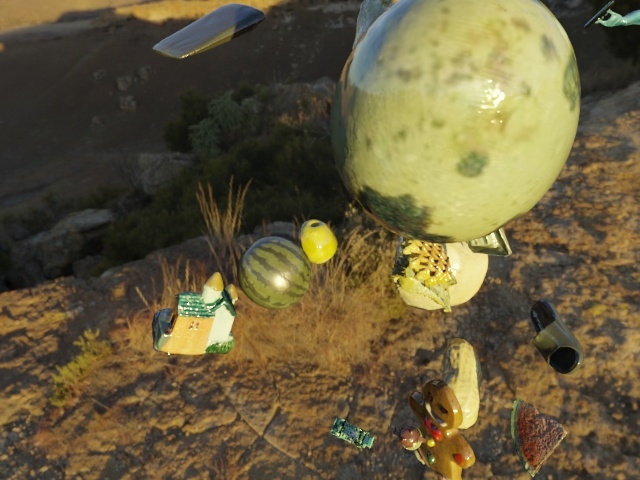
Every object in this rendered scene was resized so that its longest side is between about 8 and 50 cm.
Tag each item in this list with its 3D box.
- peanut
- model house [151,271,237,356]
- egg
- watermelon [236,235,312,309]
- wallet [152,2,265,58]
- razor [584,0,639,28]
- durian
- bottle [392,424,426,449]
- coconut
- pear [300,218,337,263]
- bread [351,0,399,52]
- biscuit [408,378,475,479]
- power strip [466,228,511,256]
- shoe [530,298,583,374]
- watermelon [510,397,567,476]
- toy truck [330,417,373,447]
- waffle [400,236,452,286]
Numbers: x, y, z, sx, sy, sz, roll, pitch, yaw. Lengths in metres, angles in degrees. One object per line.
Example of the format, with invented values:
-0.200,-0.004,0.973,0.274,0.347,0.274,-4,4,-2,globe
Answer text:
0.494,0.500,1.745,0.152,0.152,0.313,6,64,17,peanut
-0.359,0.202,1.517,0.253,0.291,0.184,12,29,-30,model house
0.186,-0.173,0.711,0.344,0.345,0.428,-7,-13,-5,egg
-0.132,0.089,1.386,0.212,0.212,0.212,-3,31,2,watermelon
-0.265,-0.492,1.169,0.245,0.052,0.168,-37,45,-20,wallet
0.774,-0.566,1.249,0.253,0.082,0.042,-17,72,-34,razor
0.351,0.120,1.627,0.172,0.306,0.166,-48,31,-1,durian
0.177,0.387,0.968,0.063,0.101,0.047,-17,63,6,bottle
0.493,0.099,2.047,0.415,0.416,0.344,-27,42,-34,coconut
0.000,0.000,1.533,0.103,0.141,0.141,-10,30,9,pear
0.209,-0.460,1.086,0.250,0.279,0.225,13,-1,-20,bread
0.356,0.601,1.518,0.064,0.432,0.283,-21,38,-21,biscuit
0.548,-0.026,1.721,0.064,0.198,0.213,-34,14,-19,power strip
0.632,0.266,1.374,0.093,0.108,0.241,11,39,-13,shoe
0.653,0.605,1.507,0.136,0.202,0.207,13,53,14,watermelon
0.125,0.703,1.771,0.175,0.081,0.067,3,60,47,toy truck
0.327,0.051,1.490,0.056,0.253,0.249,-34,41,28,waffle
